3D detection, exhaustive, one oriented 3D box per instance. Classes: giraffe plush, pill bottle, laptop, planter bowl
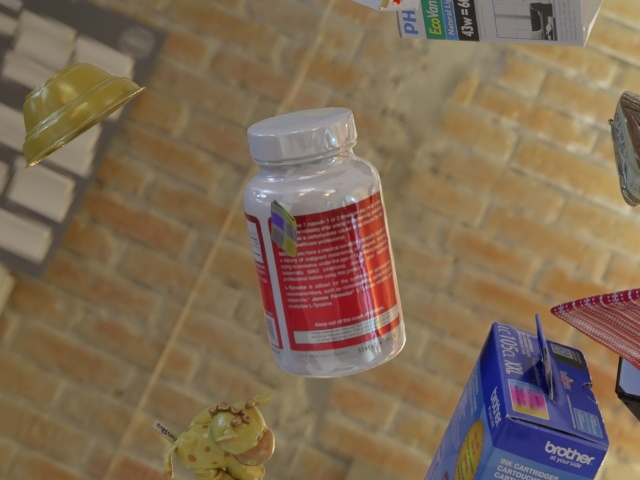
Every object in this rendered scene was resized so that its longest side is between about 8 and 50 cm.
[{"bbox_3d":[-0.144,0.322,2.449,0.210,0.181,0.170,29,-41,-29],"label":"giraffe plush"},{"bbox_3d":[0.000,0.000,2.452,0.229,0.408,0.229,-9,16,3],"label":"pill bottle"},{"bbox_3d":[0.601,0.281,2.436,0.234,0.136,0.264,46,-17,-21],"label":"laptop"},{"bbox_3d":[-0.375,-0.204,2.238,0.090,0.217,0.217,56,-15,-7],"label":"planter bowl"}]

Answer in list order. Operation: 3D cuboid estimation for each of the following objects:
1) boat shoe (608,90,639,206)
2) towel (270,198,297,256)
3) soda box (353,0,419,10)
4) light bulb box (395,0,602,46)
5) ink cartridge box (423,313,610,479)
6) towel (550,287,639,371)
[{"bbox_3d":[0.544,-0.166,2.597,0.104,0.089,0.285,25,33,-5],"label":"boat shoe"},{"bbox_3d":[-0.056,-0.017,2.273,0.060,0.009,0.083,43,-32,30],"label":"towel"},{"bbox_3d":[0.004,-0.297,1.517,0.216,0.074,0.069,26,22,32],"label":"soda box"},{"bbox_3d":[0.352,-0.553,2.815,0.361,0.358,0.225,6,-48,21],"label":"light bulb box"},{"bbox_3d":[0.257,0.298,2.022,0.151,0.395,0.270,20,22,-7],"label":"ink cartridge box"},{"bbox_3d":[0.471,0.125,2.071,0.199,0.031,0.275,31,-23,-21],"label":"towel"}]
